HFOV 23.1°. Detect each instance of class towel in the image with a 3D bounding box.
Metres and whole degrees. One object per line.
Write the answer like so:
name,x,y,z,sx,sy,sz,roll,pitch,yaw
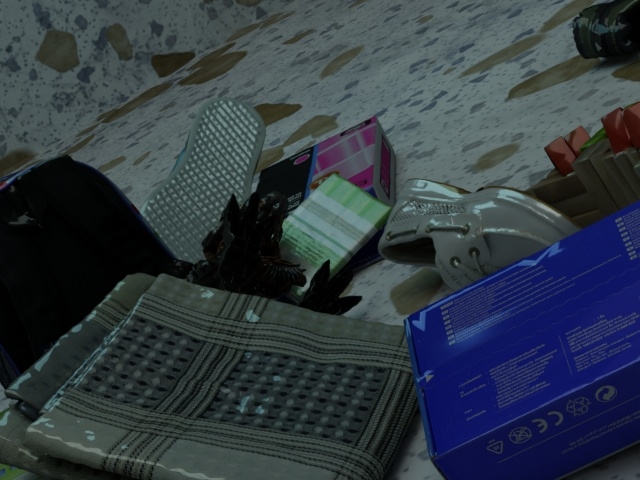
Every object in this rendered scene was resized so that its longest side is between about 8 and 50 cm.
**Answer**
towel,0.000,0.000,1.740,0.152,0.023,0.113,-44,46,-11
towel,-0.082,0.122,1.324,0.324,0.056,0.312,11,30,15

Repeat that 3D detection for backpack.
backpack,-0.295,0.045,1.754,0.276,0.263,0.213,-40,20,-31

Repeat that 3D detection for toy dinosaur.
toy dinosaur,-0.087,0.074,1.622,0.218,0.164,0.322,-31,48,47

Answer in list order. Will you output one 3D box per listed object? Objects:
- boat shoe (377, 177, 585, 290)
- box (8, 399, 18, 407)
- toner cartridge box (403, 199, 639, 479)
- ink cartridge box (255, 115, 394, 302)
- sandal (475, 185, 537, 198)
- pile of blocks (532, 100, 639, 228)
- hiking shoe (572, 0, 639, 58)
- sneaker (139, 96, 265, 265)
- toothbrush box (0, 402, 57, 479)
boat shoe,0.153,0.008,1.487,0.096,0.098,0.277,-58,28,-13
box,-0.235,0.171,1.575,0.087,0.102,0.101,-10,26,40
toner cartridge box,0.236,0.053,1.136,0.347,0.075,0.165,-27,32,14
ink cartridge box,0.001,-0.038,1.889,0.175,0.069,0.371,-25,20,11
sandal,0.165,-0.028,1.620,0.180,0.049,0.072,-21,19,22
pile of blocks,0.295,-0.081,1.378,0.149,0.113,0.362,-35,10,-10
hiking shoe,0.425,-0.294,1.964,0.227,0.086,0.114,-42,35,-23
sneaker,-0.159,-0.024,2.044,0.366,0.135,0.150,-65,-3,-46
toothbrush box,-0.288,0.265,1.359,0.206,0.122,0.283,-30,19,-5
